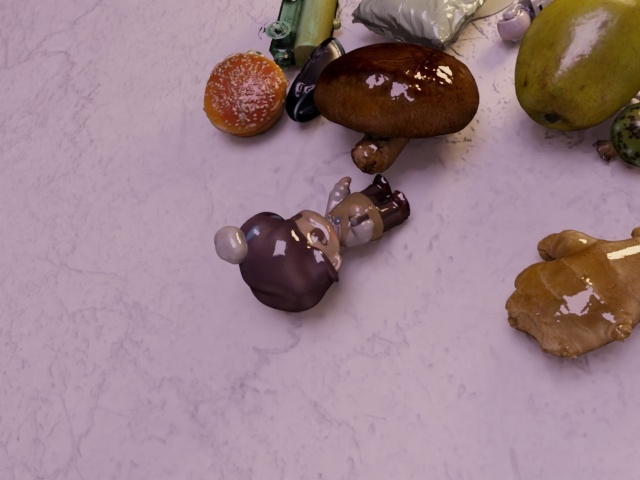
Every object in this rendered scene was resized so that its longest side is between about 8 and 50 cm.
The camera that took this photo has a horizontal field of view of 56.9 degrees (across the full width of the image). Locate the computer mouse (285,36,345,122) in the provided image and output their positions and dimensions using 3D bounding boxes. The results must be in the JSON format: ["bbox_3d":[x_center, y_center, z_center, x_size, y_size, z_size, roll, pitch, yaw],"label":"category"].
[{"bbox_3d":[0.003,-0.380,1.425,0.096,0.137,0.233,26,69,11],"label":"computer mouse"}]

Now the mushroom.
[{"bbox_3d":[0.165,-0.312,1.251,0.344,0.239,0.345,10,49,-11],"label":"mushroom"}]

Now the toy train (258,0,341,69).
[{"bbox_3d":[-0.046,-0.582,1.564,0.189,0.126,0.308,-3,59,19],"label":"toy train"}]

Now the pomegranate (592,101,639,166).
[{"bbox_3d":[0.587,-0.191,1.110,0.161,0.122,0.122,-21,46,51],"label":"pomegranate"}]

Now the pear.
[{"bbox_3d":[0.514,-0.352,1.142,0.252,0.253,0.307,22,80,30],"label":"pear"}]

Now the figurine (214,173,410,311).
[{"bbox_3d":[0.003,-0.011,1.153,0.365,0.206,0.218,-37,66,-6],"label":"figurine"}]

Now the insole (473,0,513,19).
[{"bbox_3d":[0.388,-0.569,1.467,0.197,0.004,0.065,-22,55,7],"label":"insole"}]

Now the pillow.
[{"bbox_3d":[0.260,-0.590,1.449,0.310,0.138,0.283,33,71,36],"label":"pillow"}]

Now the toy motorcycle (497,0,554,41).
[{"bbox_3d":[0.508,-0.552,1.367,0.254,0.112,0.112,-37,55,-5],"label":"toy motorcycle"}]

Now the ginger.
[{"bbox_3d":[0.496,0.067,1.002,0.375,0.166,0.236,-15,16,-16],"label":"ginger"}]

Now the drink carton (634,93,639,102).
[{"bbox_3d":[0.672,-0.260,1.133,0.084,0.074,0.200,-38,56,-6],"label":"drink carton"}]

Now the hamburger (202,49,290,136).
[{"bbox_3d":[-0.188,-0.361,1.473,0.236,0.147,0.237,-9,61,17],"label":"hamburger"}]
